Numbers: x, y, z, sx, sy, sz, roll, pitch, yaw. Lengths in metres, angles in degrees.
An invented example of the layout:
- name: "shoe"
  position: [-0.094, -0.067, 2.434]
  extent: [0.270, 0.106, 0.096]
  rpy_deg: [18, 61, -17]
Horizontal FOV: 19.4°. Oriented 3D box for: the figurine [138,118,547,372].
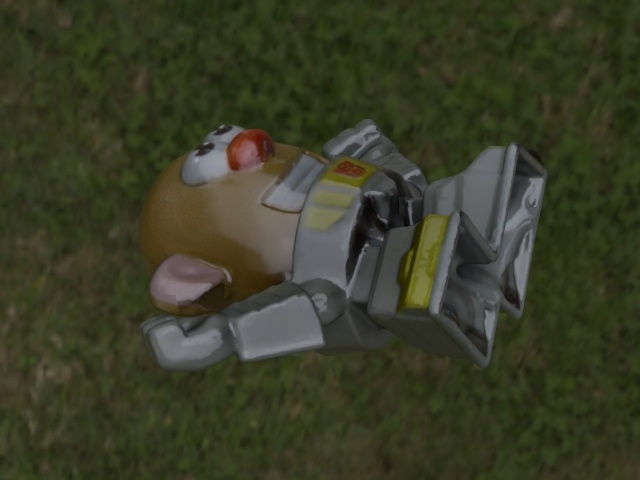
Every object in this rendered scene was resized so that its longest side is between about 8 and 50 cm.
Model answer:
- name: "figurine"
  position: [0.000, 0.002, 1.376]
  extent: [0.285, 0.167, 0.342]
  rpy_deg: [6, 8, 27]
